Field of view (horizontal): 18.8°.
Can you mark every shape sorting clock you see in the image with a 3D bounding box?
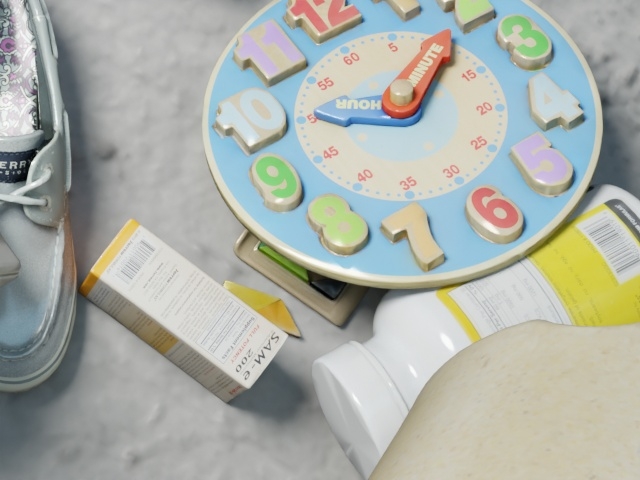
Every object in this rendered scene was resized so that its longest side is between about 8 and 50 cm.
[{"bbox_3d":[0.042,-0.065,0.996,0.206,0.040,0.206,-2,53,3],"label":"shape sorting clock"}]

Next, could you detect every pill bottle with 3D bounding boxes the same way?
[{"bbox_3d":[0.092,0.052,0.986,0.184,0.103,0.103,-27,87,-15],"label":"pill bottle"}]

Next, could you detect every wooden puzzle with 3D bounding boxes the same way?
[{"bbox_3d":[0.000,0.000,1.021,0.079,0.014,0.116,29,75,-6],"label":"wooden puzzle"}]

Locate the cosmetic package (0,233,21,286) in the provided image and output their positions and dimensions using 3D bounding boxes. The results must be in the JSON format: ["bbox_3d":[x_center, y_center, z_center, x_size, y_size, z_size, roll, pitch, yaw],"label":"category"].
[{"bbox_3d":[-0.317,-0.096,0.869,0.197,0.155,0.365,-30,86,9],"label":"cosmetic package"}]

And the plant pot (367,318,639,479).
[{"bbox_3d":[0.100,0.205,0.792,0.334,0.334,0.305,32,44,-5],"label":"plant pot"}]

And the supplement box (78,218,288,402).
[{"bbox_3d":[-0.070,0.036,0.974,0.098,0.062,0.036,38,73,-4],"label":"supplement box"}]

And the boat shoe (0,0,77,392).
[{"bbox_3d":[-0.163,-0.040,0.957,0.079,0.081,0.227,-5,81,-13],"label":"boat shoe"}]
